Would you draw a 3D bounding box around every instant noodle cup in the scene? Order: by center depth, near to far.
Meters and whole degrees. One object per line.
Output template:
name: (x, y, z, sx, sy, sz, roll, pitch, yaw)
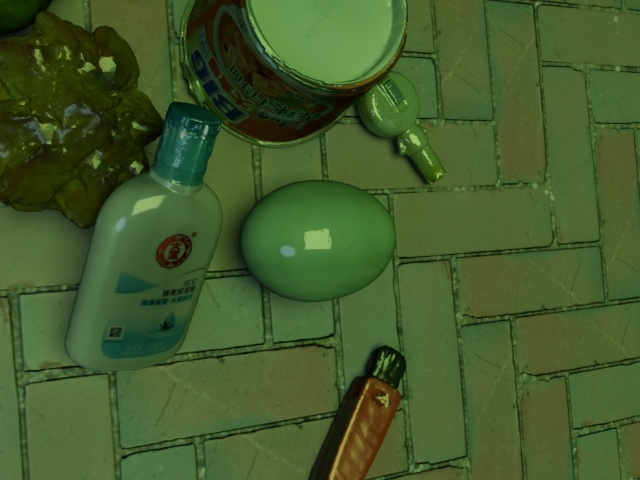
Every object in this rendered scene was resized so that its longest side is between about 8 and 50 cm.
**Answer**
instant noodle cup: (-0.027, -0.287, 0.946, 0.296, 0.214, 0.297, 2, 85, -24)

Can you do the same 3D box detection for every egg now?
egg: (0.000, 0.000, 0.966, 0.230, 0.168, 0.168, -4, 88, -30)

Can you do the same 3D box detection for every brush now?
brush: (0.046, 0.308, 1.031, 0.070, 0.051, 0.323, 32, 75, -22)

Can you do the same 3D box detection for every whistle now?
whistle: (0.136, -0.176, 1.098, 0.104, 0.057, 0.198, -42, 103, -26)

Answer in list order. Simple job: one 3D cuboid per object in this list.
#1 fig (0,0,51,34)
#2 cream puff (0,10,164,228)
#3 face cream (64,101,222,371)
fig: (-0.372, -0.357, 0.824, 0.167, 0.167, 0.233, 39, 79, -17)
cream puff: (-0.298, -0.139, 0.835, 0.244, 0.196, 0.244, -12, 125, -18)
face cream: (-0.195, 0.001, 0.835, 0.163, 0.080, 0.337, 0, 120, -45)
